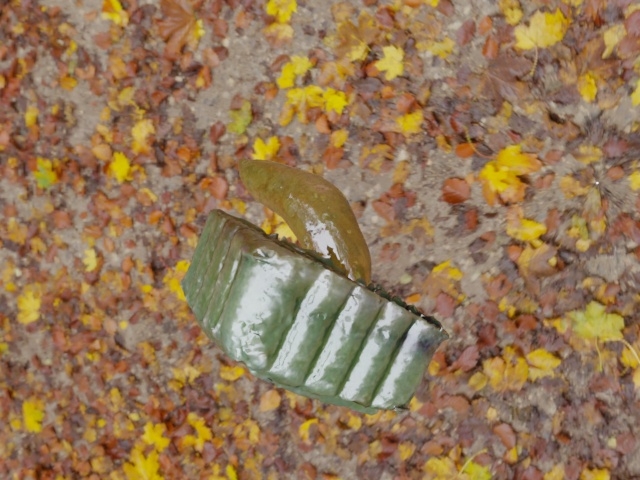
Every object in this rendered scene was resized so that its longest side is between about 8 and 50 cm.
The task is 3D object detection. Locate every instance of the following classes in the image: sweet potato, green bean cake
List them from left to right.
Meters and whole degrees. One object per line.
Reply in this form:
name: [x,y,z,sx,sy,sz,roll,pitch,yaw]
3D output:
green bean cake: [-0.016,0.057,0.511,0.094,0.182,0.173,-64,27,1]
sweet potato: [0.004,-0.001,0.757,0.346,0.079,0.108,58,148,22]
